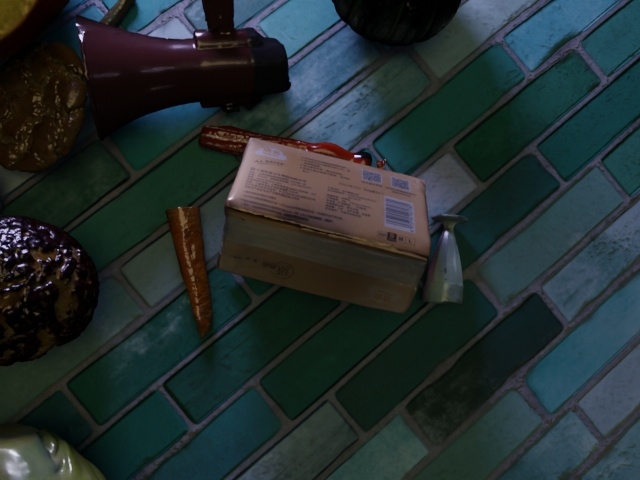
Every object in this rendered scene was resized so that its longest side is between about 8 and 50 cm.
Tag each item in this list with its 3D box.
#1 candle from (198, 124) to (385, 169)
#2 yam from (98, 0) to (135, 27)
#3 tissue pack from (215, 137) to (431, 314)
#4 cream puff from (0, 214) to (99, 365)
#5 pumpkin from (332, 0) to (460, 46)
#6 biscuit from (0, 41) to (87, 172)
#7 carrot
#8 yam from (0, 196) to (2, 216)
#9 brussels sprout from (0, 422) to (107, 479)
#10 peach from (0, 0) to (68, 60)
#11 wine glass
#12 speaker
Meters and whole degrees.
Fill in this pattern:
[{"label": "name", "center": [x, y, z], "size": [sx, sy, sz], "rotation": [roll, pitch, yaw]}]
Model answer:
[{"label": "candle", "center": [-0.047, -0.156, 0.996], "size": [0.330, 0.048, 0.051], "rotation": [10, 91, -5]}, {"label": "yam", "center": [-0.358, -0.393, 0.996], "size": [0.033, 0.027, 0.129], "rotation": [32, 82, 38]}, {"label": "tissue pack", "center": [0.000, 0.000, 0.927], "size": [0.306, 0.238, 0.238], "rotation": [14, 83, -5]}, {"label": "cream puff", "center": [-0.445, 0.084, 0.831], "size": [0.239, 0.239, 0.164], "rotation": [-30, 62, -8]}, {"label": "pumpkin", "center": [0.135, -0.462, 0.971], "size": [0.250, 0.216, 0.249], "rotation": [8, 57, -13]}, {"label": "biscuit", "center": [-0.461, -0.214, 0.913], "size": [0.226, 0.042, 0.225], "rotation": [-3, 82, 24]}, {"label": "carrot", "center": [-0.210, 0.054, 0.958], "size": [0.057, 0.057, 0.224], "rotation": [-12, 89, -7]}, {"label": "yam", "center": [-0.677, -0.074, 0.841], "size": [0.349, 0.241, 0.240], "rotation": [27, 82, -1]}, {"label": "brussels sprout", "center": [-0.438, 0.427, 0.783], "size": [0.345, 0.268, 0.343], "rotation": [0, 81, 1]}, {"label": "peach", "center": [-0.506, -0.439, 0.869], "size": [0.380, 0.306, 0.242], "rotation": [-48, 124, 2]}, {"label": "wine glass", "center": [0.218, 0.035, 0.998], "size": [0.074, 0.073, 0.154], "rotation": [6, 80, -6]}, {"label": "speaker", "center": [-0.229, -0.324, 0.929], "size": [0.330, 0.198, 0.258], "rotation": [-17, 104, -15]}]
